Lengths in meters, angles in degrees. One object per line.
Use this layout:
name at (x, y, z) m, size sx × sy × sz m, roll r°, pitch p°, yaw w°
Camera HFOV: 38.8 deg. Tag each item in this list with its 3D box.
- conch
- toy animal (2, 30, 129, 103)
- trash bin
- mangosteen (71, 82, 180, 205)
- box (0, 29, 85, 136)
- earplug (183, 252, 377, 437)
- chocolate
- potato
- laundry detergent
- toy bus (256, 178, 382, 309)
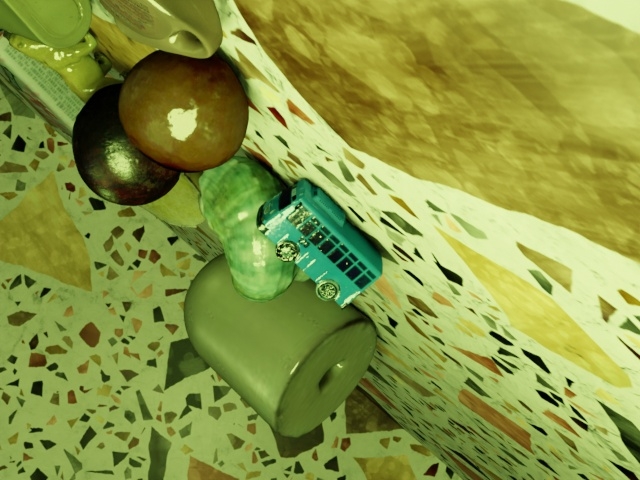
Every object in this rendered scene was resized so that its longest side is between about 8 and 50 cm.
conch at (-0.088, -0.007, 1.475) m, size 0.277 × 0.220 × 0.195 m, roll 21°, pitch 146°, yaw -34°
toy animal at (-0.427, -0.309, 1.557) m, size 0.103 × 0.101 × 0.218 m, roll 33°, pitch 171°, yaw 46°
trash bin at (-0.484, -0.404, 1.360) m, size 0.247 × 0.121 × 0.243 m, roll 29°, pitch 164°, yaw 40°
mangosteen at (-0.309, -0.165, 1.550) m, size 0.216 × 0.216 × 0.216 m, roll 39°, pitch 169°, yaw 9°
box at (-0.621, -0.365, 2.042) m, size 0.190 × 0.112 × 0.369 m, roll 32°, pitch 168°, yaw 40°
earplug at (-0.114, 0.190, 2.006) m, size 0.394 × 0.312 × 0.312 m, roll 38°, pitch 170°, yaw 28°
chocolate at (-0.165, -0.172, 1.130) m, size 0.177 × 0.176 × 0.177 m, roll 39°, pitch 169°, yaw 9°
potato at (-0.302, -0.140, 1.819) m, size 0.239 × 0.116 × 0.299 m, roll 34°, pitch 158°, yaw 3°
laundry detergent at (-0.176, -0.255, 0.991) m, size 0.171 × 0.076 × 0.237 m, roll 39°, pitch 170°, yaw 7°
toy bus at (0.000, 0.000, 1.331) m, size 0.185 × 0.106 × 0.090 m, roll 44°, pitch -160°, yaw -18°
